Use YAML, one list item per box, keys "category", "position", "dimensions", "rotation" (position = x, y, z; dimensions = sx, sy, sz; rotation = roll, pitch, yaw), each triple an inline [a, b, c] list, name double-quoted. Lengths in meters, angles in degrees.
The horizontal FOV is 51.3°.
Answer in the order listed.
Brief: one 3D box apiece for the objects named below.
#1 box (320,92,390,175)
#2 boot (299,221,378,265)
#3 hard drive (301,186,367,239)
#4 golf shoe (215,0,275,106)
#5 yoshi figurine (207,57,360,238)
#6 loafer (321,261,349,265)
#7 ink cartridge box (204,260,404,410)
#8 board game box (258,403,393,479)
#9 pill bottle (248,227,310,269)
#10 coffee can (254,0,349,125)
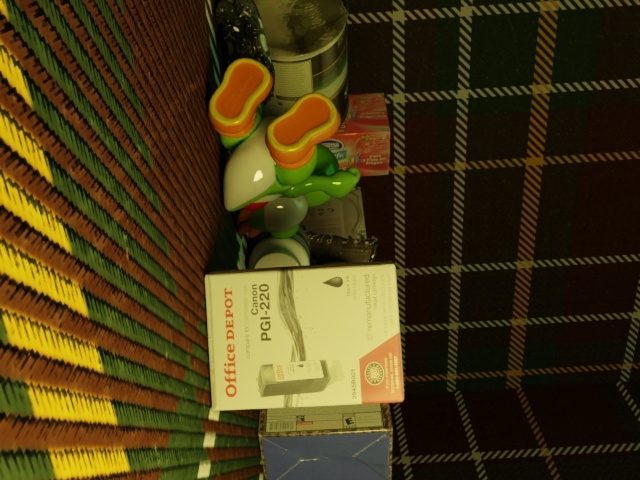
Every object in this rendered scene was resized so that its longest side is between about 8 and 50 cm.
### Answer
- category: "box"
  position: [0.013, -0.250, 1.608]
  dimensions: [0.142, 0.300, 0.154]
  rotation: [86, 1, -50]
- category: "boot"
  position: [0.000, 0.000, 1.307]
  dimensions: [0.091, 0.229, 0.262]
  rotation: [-17, 110, -75]
- category: "hard drive"
  position: [-0.005, -0.003, 1.605]
  dimensions: [0.338, 0.237, 0.064]
  rotation: [-92, 178, -47]
- category: "golf shoe"
  position: [-0.111, -0.298, 1.025]
  dimensions: [0.198, 0.077, 0.093]
  rotation: [87, 0, -47]
- category: "yoshi figurine"
  position: [-0.046, -0.127, 0.990]
  dimensions: [0.362, 0.203, 0.203]
  rotation: [93, -12, -69]
- category: "loafer"
  position: [-0.035, 0.143, 1.210]
  dimensions: [0.268, 0.102, 0.092]
  rotation: [-57, 144, -2]
- category: "ink cartridge box"
  position: [-0.017, 0.108, 0.772]
  dimensions: [0.092, 0.218, 0.158]
  rotation: [22, 64, -83]
- category: "board game box"
  position: [0.008, 0.306, 1.283]
  dimensions: [0.291, 0.232, 0.141]
  rotation: [-92, 179, -58]
- category: "pill bottle"
  position: [-0.072, 0.036, 1.178]
  dimensions: [0.180, 0.108, 0.107]
  rotation: [-88, 175, -75]
- category: "coffee can"
  position: [-0.047, -0.336, 1.255]
  dimensions: [0.275, 0.202, 0.201]
  rotation: [84, 3, -67]
